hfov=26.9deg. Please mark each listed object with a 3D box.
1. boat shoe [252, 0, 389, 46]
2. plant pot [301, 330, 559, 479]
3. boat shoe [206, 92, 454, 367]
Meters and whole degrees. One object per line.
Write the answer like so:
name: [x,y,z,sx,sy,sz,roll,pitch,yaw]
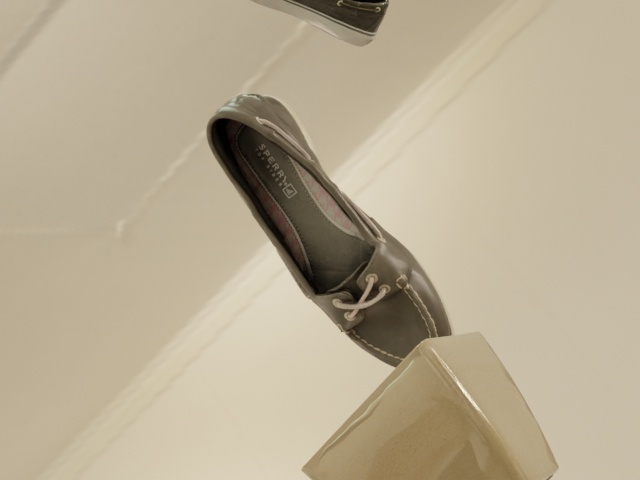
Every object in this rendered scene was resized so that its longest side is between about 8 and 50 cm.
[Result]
boat shoe: [-0.016,-0.190,0.984,0.142,0.049,0.040,22,-57,-19]
plant pot: [0.074,0.127,0.783,0.109,0.096,0.109,-48,-18,16]
boat shoe: [0.000,0.000,1.313,0.112,0.335,0.095,-40,-7,23]
